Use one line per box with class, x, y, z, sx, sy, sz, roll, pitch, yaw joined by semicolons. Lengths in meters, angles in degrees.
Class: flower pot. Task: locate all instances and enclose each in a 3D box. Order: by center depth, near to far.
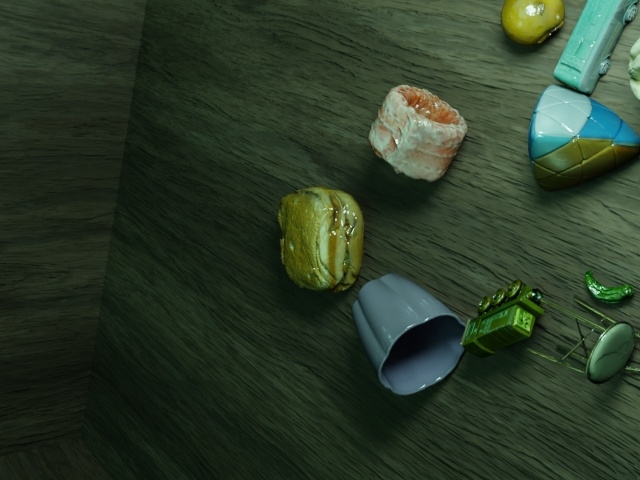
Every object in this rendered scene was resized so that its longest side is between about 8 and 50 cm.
flower pot;0.213;0.228;1.958;0.243;0.264;0.265;51;127;49

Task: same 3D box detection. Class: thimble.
thimble;0.242;-0.268;1.892;0.239;0.239;0.162;51;127;33

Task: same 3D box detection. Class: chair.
chair;0.614;0.233;1.577;0.325;0.170;0.160;31;112;48

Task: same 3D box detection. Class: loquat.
loquat;0.476;-0.509;1.697;0.141;0.141;0.141;3;95;47

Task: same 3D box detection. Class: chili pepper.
chili pepper;0.626;0.108;1.644;0.118;0.035;0.056;29;100;53

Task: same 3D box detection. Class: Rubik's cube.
Rubik's cube;0.533;-0.224;1.665;0.254;0.254;0.255;3;95;47

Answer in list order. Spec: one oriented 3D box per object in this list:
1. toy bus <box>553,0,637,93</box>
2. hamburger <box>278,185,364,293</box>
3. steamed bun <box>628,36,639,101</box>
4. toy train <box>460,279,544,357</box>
toy bus;0.588;-0.445;1.602;0.091;0.109;0.262;36;119;33
hamburger;-0.002;-0.007;2.208;0.284;0.174;0.305;14;102;48
steamed bun;0.698;-0.316;1.394;0.320;0.275;0.206;-67;11;-11
toy train;0.428;0.184;1.757;0.137;0.090;0.225;-63;10;-30
